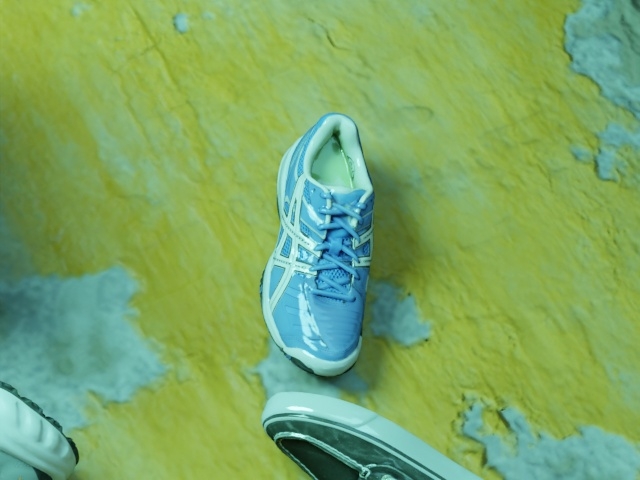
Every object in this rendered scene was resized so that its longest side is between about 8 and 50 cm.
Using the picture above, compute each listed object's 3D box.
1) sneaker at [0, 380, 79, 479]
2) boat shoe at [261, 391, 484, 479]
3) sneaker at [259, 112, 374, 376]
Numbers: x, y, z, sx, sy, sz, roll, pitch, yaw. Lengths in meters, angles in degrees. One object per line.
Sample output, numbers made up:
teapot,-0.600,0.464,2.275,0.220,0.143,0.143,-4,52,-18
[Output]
sneaker,-0.288,0.109,1.288,0.271,0.100,0.108,38,67,-19
boat shoe,0.051,0.181,1.382,0.219,0.078,0.070,28,58,0
sneaker,0.000,0.000,1.466,0.080,0.081,0.211,4,63,-14
